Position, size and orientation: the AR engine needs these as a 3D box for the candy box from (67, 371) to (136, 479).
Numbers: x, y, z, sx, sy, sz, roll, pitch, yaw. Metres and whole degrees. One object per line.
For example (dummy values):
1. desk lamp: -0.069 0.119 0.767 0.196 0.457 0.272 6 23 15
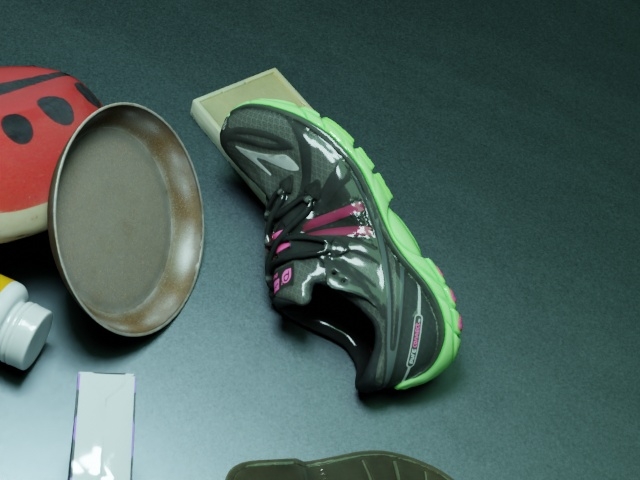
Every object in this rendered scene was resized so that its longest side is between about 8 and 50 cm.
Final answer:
1. candy box: -0.257 0.273 1.409 0.070 0.196 0.165 4 52 -11

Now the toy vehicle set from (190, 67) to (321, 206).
1. toy vehicle set: -0.061 -0.148 1.895 0.166 0.035 0.267 -26 63 -30

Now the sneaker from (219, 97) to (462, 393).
1. sneaker: 0.000 0.000 1.682 0.202 0.185 0.483 -29 73 -27

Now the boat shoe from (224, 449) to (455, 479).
1. boat shoe: 0.025 0.332 1.507 0.307 0.104 0.110 7 43 -8

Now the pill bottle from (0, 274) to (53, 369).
1. pill bottle: -0.457 0.086 1.552 0.215 0.117 0.117 24 51 3

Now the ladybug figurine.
1. ladybug figurine: -0.445 -0.127 1.627 0.305 0.162 0.449 23 29 23

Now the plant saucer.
1. plant saucer: -0.263 -0.027 1.620 0.050 0.310 0.310 -4 42 31
